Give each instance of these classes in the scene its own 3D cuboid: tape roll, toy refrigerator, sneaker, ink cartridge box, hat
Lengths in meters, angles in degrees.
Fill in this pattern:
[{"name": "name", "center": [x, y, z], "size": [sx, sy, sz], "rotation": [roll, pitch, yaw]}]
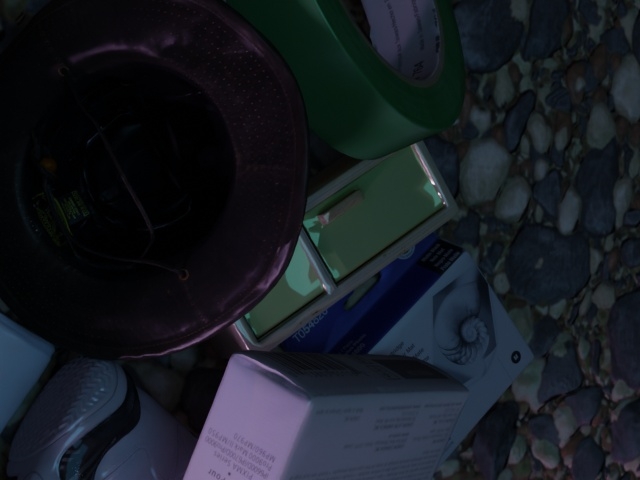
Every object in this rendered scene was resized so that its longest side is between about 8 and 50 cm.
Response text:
[{"name": "tape roll", "center": [0.021, -0.234, 1.078], "size": [0.321, 0.077, 0.321], "rotation": [41, 38, -42]}, {"name": "toy refrigerator", "center": [0.000, 0.000, 1.155], "size": [0.269, 0.094, 0.102], "rotation": [-34, 103, -25]}, {"name": "sneaker", "center": [-0.202, 0.298, 1.024], "size": [0.210, 0.137, 0.366], "rotation": [33, 73, -26]}, {"name": "ink cartridge box", "center": [-0.032, 0.287, 1.067], "size": [0.308, 0.091, 0.385], "rotation": [10, 105, -60]}, {"name": "hat", "center": [-0.141, -0.062, 1.016], "size": [0.134, 0.331, 0.331], "rotation": [-28, 110, -68]}, {"name": "ink cartridge box", "center": [0.098, 0.115, 1.252], "size": [0.223, 0.045, 0.224], "rotation": [-45, 112, -21]}]

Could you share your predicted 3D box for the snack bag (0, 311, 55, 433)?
[{"name": "snack bag", "center": [-0.414, 0.143, 0.952], "size": [0.323, 0.037, 0.342], "rotation": [41, 72, -25]}]
